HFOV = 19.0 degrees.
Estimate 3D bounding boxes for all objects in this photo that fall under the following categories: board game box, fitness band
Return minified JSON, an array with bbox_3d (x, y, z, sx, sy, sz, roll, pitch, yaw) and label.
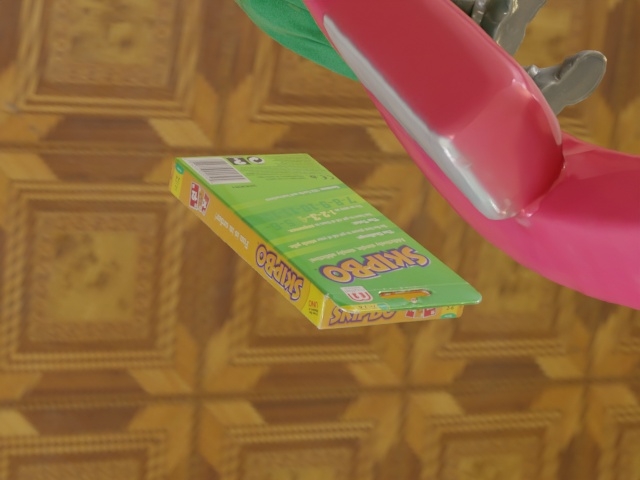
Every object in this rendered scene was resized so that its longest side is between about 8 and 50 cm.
[{"bbox_3d":[0.000,0.000,1.420,0.124,0.259,0.039,-4,115,-32],"label":"board game box"},{"bbox_3d":[0.097,-0.092,0.446,0.209,0.291,0.054,-34,124,2],"label":"fitness band"}]

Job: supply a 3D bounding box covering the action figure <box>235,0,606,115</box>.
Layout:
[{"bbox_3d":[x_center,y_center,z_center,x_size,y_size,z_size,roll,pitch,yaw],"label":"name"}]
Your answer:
[{"bbox_3d":[0.004,-0.105,0.725,0.063,0.232,0.137,-47,136,-10],"label":"action figure"}]
